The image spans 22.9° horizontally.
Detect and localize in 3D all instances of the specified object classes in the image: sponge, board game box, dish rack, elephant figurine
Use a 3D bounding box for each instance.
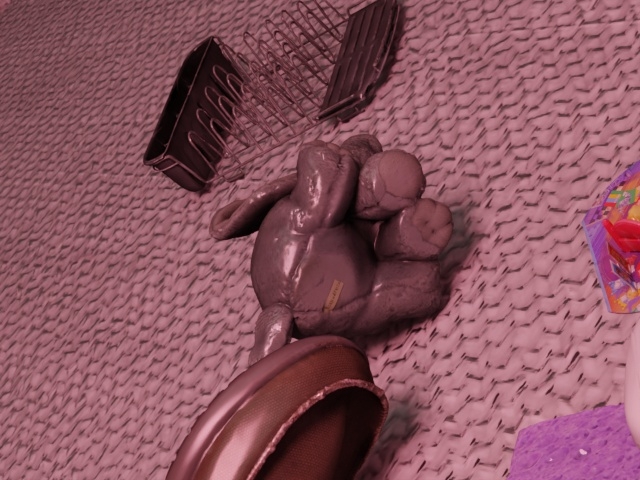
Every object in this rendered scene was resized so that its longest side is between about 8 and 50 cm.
[{"bbox_3d":[0.148,0.186,0.912,0.117,0.031,0.210,-20,36,38],"label":"sponge"},{"bbox_3d":[0.236,-0.027,1.088,0.133,0.033,0.168,-34,29,20],"label":"board game box"},{"bbox_3d":[-0.043,-0.167,1.621,0.271,0.074,0.208,-25,34,33],"label":"dish rack"},{"bbox_3d":[0.000,0.000,1.279,0.239,0.186,0.169,-167,76,-70],"label":"elephant figurine"}]

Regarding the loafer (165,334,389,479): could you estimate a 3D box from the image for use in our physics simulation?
[{"bbox_3d":[-0.051,0.236,1.040,0.130,0.134,0.366,26,81,37],"label":"loafer"}]

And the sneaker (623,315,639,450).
[{"bbox_3d":[0.246,-0.006,0.919,0.111,0.129,0.297,12,59,30],"label":"sneaker"}]
